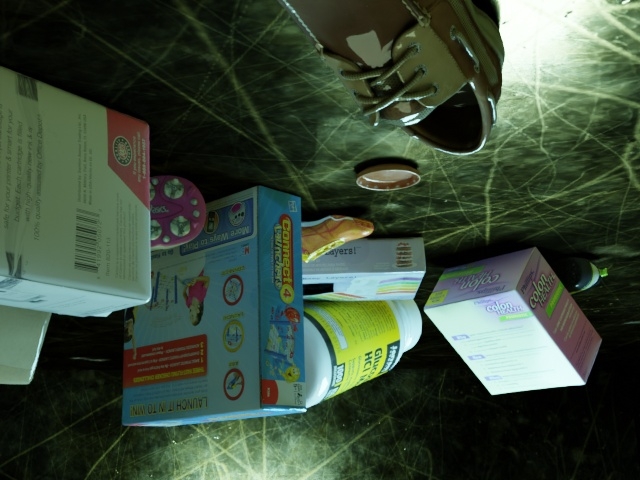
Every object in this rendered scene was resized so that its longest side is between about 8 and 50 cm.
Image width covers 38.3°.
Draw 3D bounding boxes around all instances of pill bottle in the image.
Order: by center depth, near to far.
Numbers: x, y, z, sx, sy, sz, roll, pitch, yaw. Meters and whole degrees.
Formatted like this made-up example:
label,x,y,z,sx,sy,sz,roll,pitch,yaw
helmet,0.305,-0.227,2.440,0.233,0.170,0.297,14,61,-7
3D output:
label,x,y,z,sx,sy,sz,roll,pitch,yaw
pill bottle,0.045,0.195,1.815,0.334,0.187,0.188,-16,179,-45

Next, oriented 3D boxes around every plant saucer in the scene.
label,x,y,z,sx,sy,sz,roll,pitch,yaw
plant saucer,0.088,-0.084,1.201,0.084,0.013,0.083,-1,165,0

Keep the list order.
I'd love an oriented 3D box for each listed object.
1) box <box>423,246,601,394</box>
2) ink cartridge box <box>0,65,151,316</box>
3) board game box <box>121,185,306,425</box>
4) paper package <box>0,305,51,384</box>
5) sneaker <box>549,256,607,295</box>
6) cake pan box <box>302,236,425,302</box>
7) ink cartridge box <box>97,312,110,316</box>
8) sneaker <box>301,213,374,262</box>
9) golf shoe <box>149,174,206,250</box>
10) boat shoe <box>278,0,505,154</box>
label,x,y,z,sx,sy,sz,roll,pitch,yaw
box,0.356,0.155,1.711,0.214,0.117,0.243,-18,119,46
ink cartridge box,-0.307,-0.049,0.901,0.117,0.207,0.283,-14,160,35
board game box,-0.160,0.105,1.328,0.308,0.301,0.086,-14,161,41
paper package,-0.543,0.058,1.170,0.325,0.168,0.309,14,-178,-41
sneaker,0.439,0.090,1.781,0.235,0.084,0.097,-15,163,42
cake pan box,0.044,0.055,1.632,0.267,0.070,0.245,-1,163,-1
ink cartridge box,-0.394,0.072,1.585,0.090,0.092,0.143,5,162,-23
sneaker,0.000,0.000,1.410,0.175,0.067,0.064,-10,162,22
golf shoe,-0.307,-0.021,1.207,0.306,0.115,0.140,2,168,-12
boat shoe,0.068,-0.151,0.730,0.123,0.116,0.324,-12,163,33
